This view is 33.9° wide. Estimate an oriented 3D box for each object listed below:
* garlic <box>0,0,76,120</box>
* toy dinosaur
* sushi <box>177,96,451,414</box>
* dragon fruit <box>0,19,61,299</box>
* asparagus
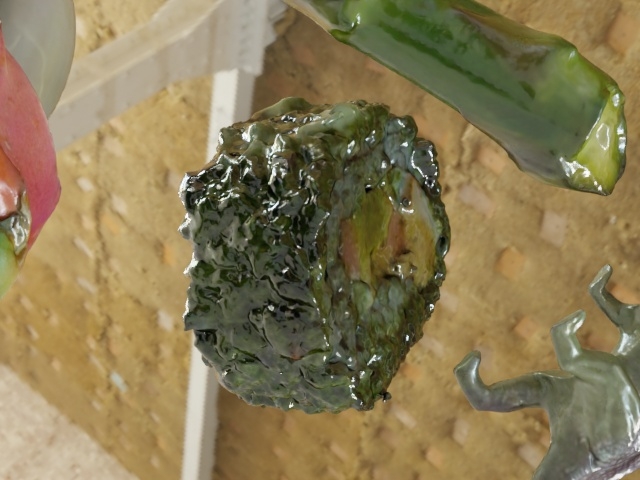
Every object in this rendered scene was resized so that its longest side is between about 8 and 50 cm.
[{"bbox_3d":[-0.317,-0.177,0.782,0.246,0.340,0.231,8,-19,0],"label":"garlic"},{"bbox_3d":[0.249,0.113,0.868,0.162,0.294,0.077,56,7,-9],"label":"toy dinosaur"},{"bbox_3d":[0.000,0.000,1.098,0.178,0.352,0.294,-1,-68,26],"label":"sushi"},{"bbox_3d":[-0.301,-0.028,0.625,0.291,0.189,0.290,2,-50,3],"label":"dragon fruit"},{"bbox_3d":[0.062,-0.140,0.692,0.343,0.082,0.085,33,0,2],"label":"asparagus"}]
